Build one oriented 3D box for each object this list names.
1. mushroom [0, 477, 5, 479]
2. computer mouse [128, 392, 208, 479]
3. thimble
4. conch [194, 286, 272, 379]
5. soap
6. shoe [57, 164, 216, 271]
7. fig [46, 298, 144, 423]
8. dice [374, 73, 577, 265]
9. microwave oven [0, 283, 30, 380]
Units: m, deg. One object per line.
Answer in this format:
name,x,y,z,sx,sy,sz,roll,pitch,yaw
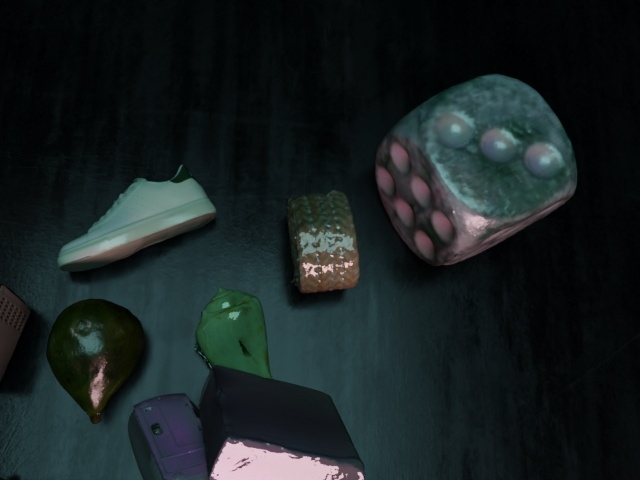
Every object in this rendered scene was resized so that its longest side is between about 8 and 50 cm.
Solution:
mushroom,-0.485,0.549,1.299,0.408,0.154,0.137,5,89,11
computer mouse,-0.284,0.411,1.369,0.158,0.310,0.071,-9,114,-25
thimble,0.001,0.002,1.552,0.148,0.196,0.228,-6,76,-9
conch,-0.192,0.227,1.514,0.144,0.137,0.250,-5,93,-37
soap,-0.084,0.376,1.353,0.286,0.296,0.107,18,102,-16
shoe,-0.429,-0.059,1.547,0.363,0.132,0.160,-23,79,-18
fig,-0.461,0.247,1.419,0.196,0.195,0.244,-7,66,-10
dice,0.342,-0.154,1.579,0.348,0.330,0.327,-26,78,-13
microwave oven,-0.800,0.136,1.352,0.355,0.286,0.218,17,72,-2
